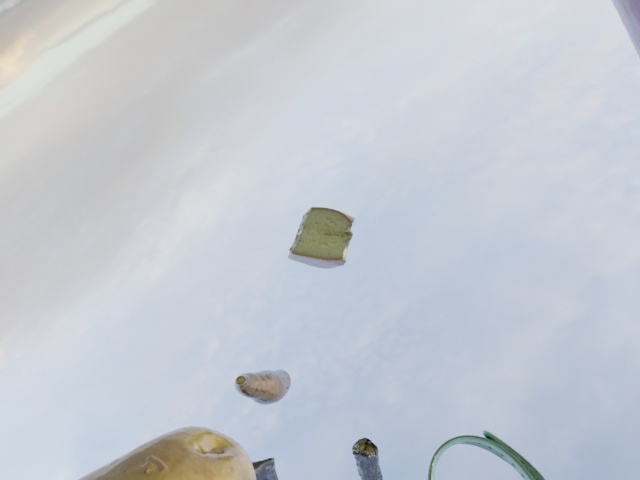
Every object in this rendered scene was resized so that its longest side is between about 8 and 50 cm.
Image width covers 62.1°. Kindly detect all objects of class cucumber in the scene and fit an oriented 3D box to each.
[{"bbox_3d":[0.098,0.463,1.079,0.053,0.181,0.053,-8,-144,6],"label":"cucumber"}]

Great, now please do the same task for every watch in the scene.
[{"bbox_3d":[0.294,0.447,0.910,0.237,0.068,0.195,29,-109,25],"label":"watch"}]

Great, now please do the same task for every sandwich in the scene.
[{"bbox_3d":[0.000,0.000,0.969,0.258,0.096,0.094,139,-32,-79],"label":"sandwich"}]

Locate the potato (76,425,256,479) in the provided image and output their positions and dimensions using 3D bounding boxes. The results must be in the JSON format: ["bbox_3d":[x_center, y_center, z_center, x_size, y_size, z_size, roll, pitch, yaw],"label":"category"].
[{"bbox_3d":[-0.149,0.232,0.477,0.138,0.243,0.098,-34,-105,21],"label":"potato"}]

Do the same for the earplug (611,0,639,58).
[{"bbox_3d":[0.321,-0.187,0.371,0.215,0.215,0.455,-24,-106,14],"label":"earplug"}]

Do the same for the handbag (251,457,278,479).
[{"bbox_3d":[-0.178,0.540,1.122,0.211,0.254,0.088,-15,-134,-10],"label":"handbag"}]

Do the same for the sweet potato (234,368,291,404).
[{"bbox_3d":[-0.117,0.304,1.092,0.077,0.244,0.077,-3,-101,14],"label":"sweet potato"}]
